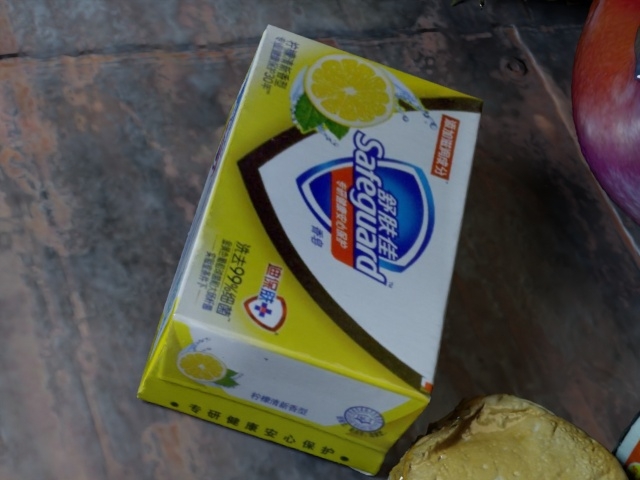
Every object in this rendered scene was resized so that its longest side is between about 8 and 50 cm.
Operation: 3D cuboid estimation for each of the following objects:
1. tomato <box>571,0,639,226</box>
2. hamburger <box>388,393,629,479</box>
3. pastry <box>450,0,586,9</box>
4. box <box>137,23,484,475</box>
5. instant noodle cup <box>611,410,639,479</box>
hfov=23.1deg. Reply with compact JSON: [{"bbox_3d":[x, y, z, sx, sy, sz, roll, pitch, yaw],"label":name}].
[{"bbox_3d":[0.313,-0.108,1.166,0.290,0.176,0.335,35,64,-20],"label":"tomato"},{"bbox_3d":[0.116,0.164,0.942,0.147,0.083,0.138,36,54,11],"label":"hamburger"},{"bbox_3d":[0.205,-0.293,1.225,0.193,0.275,0.275,47,51,-3],"label":"pastry"},{"bbox_3d":[0.000,0.000,1.014,0.168,0.097,0.265,20,50,-4],"label":"box"},{"bbox_3d":[0.299,0.162,0.956,0.193,0.193,0.212,-28,60,-34],"label":"instant noodle cup"}]
